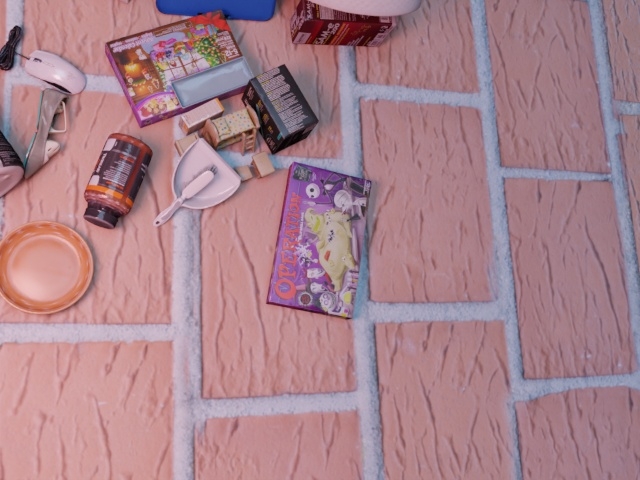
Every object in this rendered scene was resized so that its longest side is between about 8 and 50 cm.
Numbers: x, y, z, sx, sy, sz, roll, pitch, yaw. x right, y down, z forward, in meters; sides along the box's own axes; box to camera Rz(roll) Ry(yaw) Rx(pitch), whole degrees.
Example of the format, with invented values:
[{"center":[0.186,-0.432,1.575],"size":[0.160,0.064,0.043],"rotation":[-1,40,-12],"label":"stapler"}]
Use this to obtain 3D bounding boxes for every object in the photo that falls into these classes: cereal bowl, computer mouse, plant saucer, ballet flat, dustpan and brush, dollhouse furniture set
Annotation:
[{"center":[0.093,-0.670,1.680],"size":[0.339,0.141,0.339],"rotation":[8,35,-5],"label":"cereal bowl"},{"center":[-0.618,-0.395,1.546],"size":[0.193,0.042,0.106],"rotation":[25,71,-11],"label":"computer mouse"},{"center":[-0.584,0.058,1.462],"size":[0.200,0.037,0.200],"rotation":[4,77,-17],"label":"plant saucer"},{"center":[-0.249,-0.366,1.608],"size":[0.192,0.018,0.067],"rotation":[-26,90,-21],"label":"plant saucer"},{"center":[-0.592,-0.229,1.504],"size":[0.068,0.072,0.213],"rotation":[13,74,-19],"label":"ballet flat"},{"center":[-0.300,-0.109,1.568],"size":[0.211,0.060,0.147],"rotation":[-39,115,9],"label":"dustpan and brush"},{"center":[-0.216,-0.200,1.597],"size":[0.182,0.101,0.161],"rotation":[-25,86,-21],"label":"dollhouse furniture set"}]

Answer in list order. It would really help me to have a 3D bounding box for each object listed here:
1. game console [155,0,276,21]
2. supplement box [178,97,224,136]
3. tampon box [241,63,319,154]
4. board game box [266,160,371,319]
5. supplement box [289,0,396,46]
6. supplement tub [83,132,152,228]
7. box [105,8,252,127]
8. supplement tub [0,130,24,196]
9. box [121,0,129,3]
[{"center":[-0.245,-0.686,1.652],"size":[0.293,0.173,0.250],"rotation":[-1,81,-18],"label":"game console"},{"center":[-0.279,-0.288,1.618],"size":[0.098,0.062,0.036],"rotation":[-32,90,-22],"label":"supplement box"},{"center":[-0.099,-0.311,1.648],"size":[0.101,0.120,0.161],"rotation":[-29,88,-20],"label":"tampon box"},{"center":[0.000,0.000,1.653],"size":[0.208,0.056,0.347],"rotation":[11,75,-10],"label":"board game box"},{"center":[0.055,-0.550,1.743],"size":[0.239,0.130,0.073],"rotation":[-2,81,-17],"label":"supplement box"},{"center":[-0.447,-0.127,1.508],"size":[0.106,0.106,0.198],"rotation":[21,72,-12],"label":"supplement tub"},{"center":[-0.328,-0.409,1.631],"size":[0.293,0.057,0.201],"rotation":[-25,87,-21],"label":"box"},{"center":[-0.762,-0.222,1.384],"size":[0.193,0.193,0.316],"rotation":[-35,89,-21],"label":"supplement tub"},{"center":[-0.488,-0.671,1.573],"size":[0.182,0.181,0.119],"rotation":[29,71,-9],"label":"box"}]
